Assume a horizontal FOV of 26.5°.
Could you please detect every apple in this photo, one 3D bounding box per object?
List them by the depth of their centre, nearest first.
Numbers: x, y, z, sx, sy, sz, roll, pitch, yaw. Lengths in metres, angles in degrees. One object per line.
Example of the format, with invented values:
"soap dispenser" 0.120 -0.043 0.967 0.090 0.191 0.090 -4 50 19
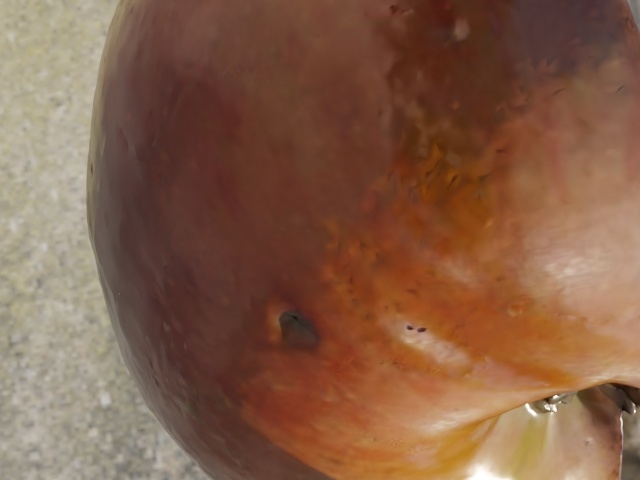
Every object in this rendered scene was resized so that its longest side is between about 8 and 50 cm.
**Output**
"apple" 0.000 0.000 0.500 0.293 0.163 0.251 85 -14 -48
